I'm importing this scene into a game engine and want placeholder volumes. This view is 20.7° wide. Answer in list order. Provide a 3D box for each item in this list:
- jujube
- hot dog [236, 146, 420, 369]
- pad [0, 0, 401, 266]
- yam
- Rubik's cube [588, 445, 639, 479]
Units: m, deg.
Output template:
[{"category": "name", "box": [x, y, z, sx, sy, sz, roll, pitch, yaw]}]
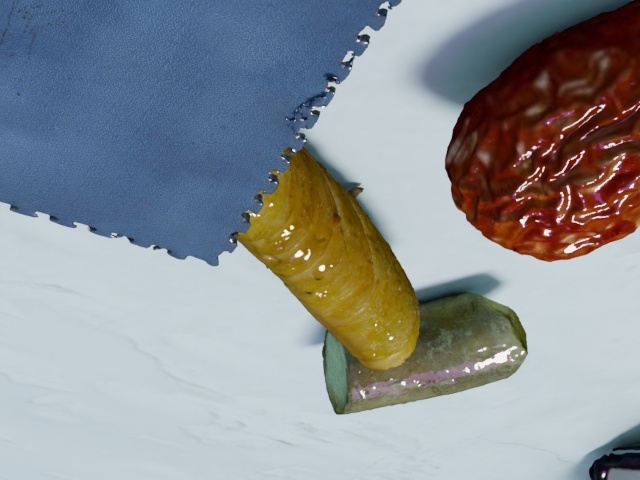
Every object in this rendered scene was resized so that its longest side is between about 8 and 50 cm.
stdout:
[{"category": "jujube", "box": [0.148, -0.061, 0.896, 0.176, 0.109, 0.112, -34, -176, 27]}, {"category": "hot dog", "box": [-0.003, 0.003, 0.996, 0.061, 0.088, 0.286, -21, 156, 13]}, {"category": "pad", "box": [-0.129, -0.080, 0.769, 0.269, 0.012, 0.270, 16, 148, -15]}, {"category": "yam", "box": [0.068, 0.075, 1.202, 0.146, 0.070, 0.070, -14, 155, 7]}, {"category": "Rubik's cube", "box": [0.475, 0.347, 1.502, 0.359, 0.362, 0.363, 5, 173, -25]}]
